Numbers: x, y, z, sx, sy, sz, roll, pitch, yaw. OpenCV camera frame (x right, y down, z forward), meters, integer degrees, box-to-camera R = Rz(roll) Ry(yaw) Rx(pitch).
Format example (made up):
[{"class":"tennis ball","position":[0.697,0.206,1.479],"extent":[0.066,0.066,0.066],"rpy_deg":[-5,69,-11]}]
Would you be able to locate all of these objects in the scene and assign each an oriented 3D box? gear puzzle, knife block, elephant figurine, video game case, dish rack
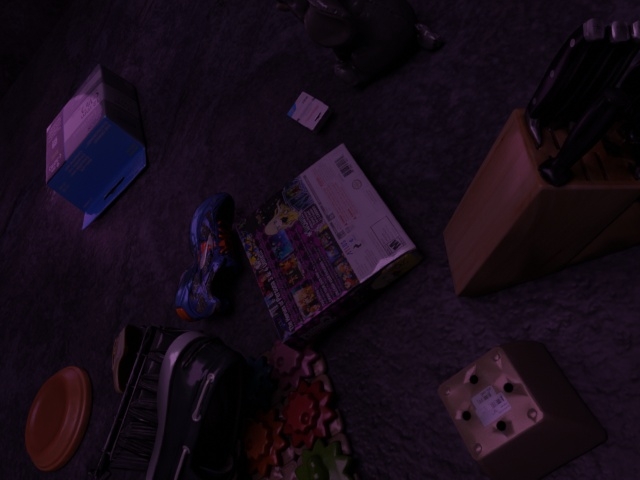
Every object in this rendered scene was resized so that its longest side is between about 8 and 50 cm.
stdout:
[{"class":"gear puzzle","position":[-0.040,0.276,0.671],"extent":[0.175,0.044,0.339],"rpy_deg":[-38,49,22]},{"class":"knife block","position":[0.195,-0.058,0.490],"extent":[0.275,0.242,0.088],"rpy_deg":[-24,54,31]},{"class":"elephant figurine","position":[0.020,-0.344,0.791],"extent":[0.186,0.239,0.170],"rpy_deg":[-34,50,24]},{"class":"video game case","position":[0.000,0.000,0.756],"extent":[0.210,0.042,0.232],"rpy_deg":[-37,48,9]},{"class":"dish rack","position":[-0.229,0.213,0.745],"extent":[0.271,0.074,0.209],"rpy_deg":[134,152,-75]}]

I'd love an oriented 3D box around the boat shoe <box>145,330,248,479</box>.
[{"class":"boat shoe","position":[-0.149,0.268,0.683],"extent":[0.091,0.114,0.303],"rpy_deg":[14,110,31]}]

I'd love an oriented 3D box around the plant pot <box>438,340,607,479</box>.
[{"class":"plant pot","position":[0.173,0.156,0.506],"extent":[0.109,0.096,0.109],"rpy_deg":[-41,47,19]}]

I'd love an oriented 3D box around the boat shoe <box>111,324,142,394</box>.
[{"class":"boat shoe","position":[-0.348,0.218,0.976],"extent":[0.045,0.050,0.135],"rpy_deg":[-38,39,26]}]

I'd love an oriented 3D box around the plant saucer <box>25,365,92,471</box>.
[{"class":"plant saucer","position":[-0.519,0.345,1.070],"extent":[0.199,0.037,0.200],"rpy_deg":[-19,58,34]}]

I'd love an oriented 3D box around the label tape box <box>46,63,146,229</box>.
[{"class":"label tape box","position":[-0.560,-0.235,1.345],"extent":[0.249,0.115,0.348],"rpy_deg":[-40,46,19]}]

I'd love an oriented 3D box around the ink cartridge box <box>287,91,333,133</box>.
[{"class":"ink cartridge box","position":[-0.014,-0.208,0.903],"extent":[0.048,0.028,0.083],"rpy_deg":[-54,44,7]}]

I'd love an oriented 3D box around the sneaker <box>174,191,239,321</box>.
[{"class":"sneaker","position":[-0.168,0.027,0.900],"extent":[0.087,0.083,0.222],"rpy_deg":[-1,74,27]}]
